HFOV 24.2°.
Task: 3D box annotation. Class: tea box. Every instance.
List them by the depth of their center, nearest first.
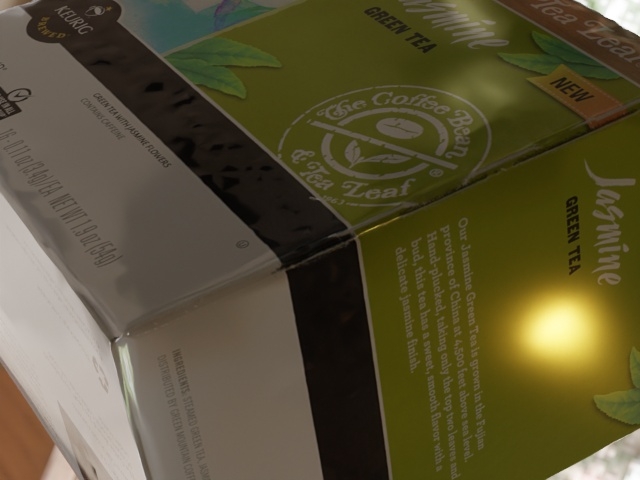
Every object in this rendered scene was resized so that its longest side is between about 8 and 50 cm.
[{"bbox_3d":[-0.015,-0.010,0.830,0.323,0.329,0.220,-24,129,-21],"label":"tea box"}]
